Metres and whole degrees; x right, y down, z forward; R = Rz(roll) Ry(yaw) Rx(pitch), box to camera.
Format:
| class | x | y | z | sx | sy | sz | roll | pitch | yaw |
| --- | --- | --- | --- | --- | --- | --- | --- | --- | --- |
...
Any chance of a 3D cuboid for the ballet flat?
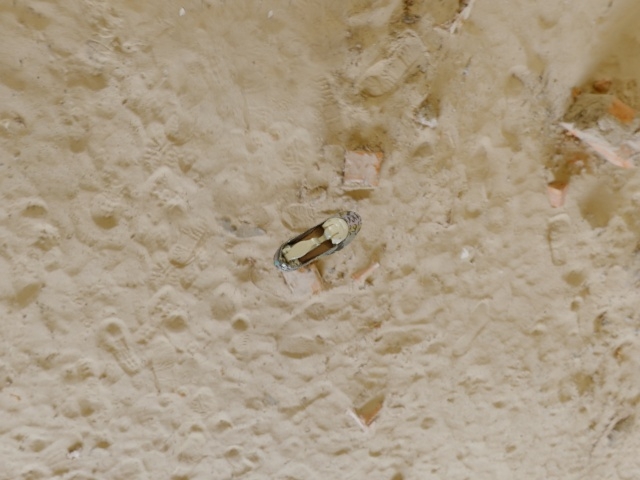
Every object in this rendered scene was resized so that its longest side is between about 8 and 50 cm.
| class | x | y | z | sx | sy | sz | roll | pitch | yaw |
| --- | --- | --- | --- | --- | --- | --- | --- | --- | --- |
| ballet flat | 0.000 | 0.000 | 0.472 | 0.114 | 0.041 | 0.041 | -30 | 117 | -10 |
